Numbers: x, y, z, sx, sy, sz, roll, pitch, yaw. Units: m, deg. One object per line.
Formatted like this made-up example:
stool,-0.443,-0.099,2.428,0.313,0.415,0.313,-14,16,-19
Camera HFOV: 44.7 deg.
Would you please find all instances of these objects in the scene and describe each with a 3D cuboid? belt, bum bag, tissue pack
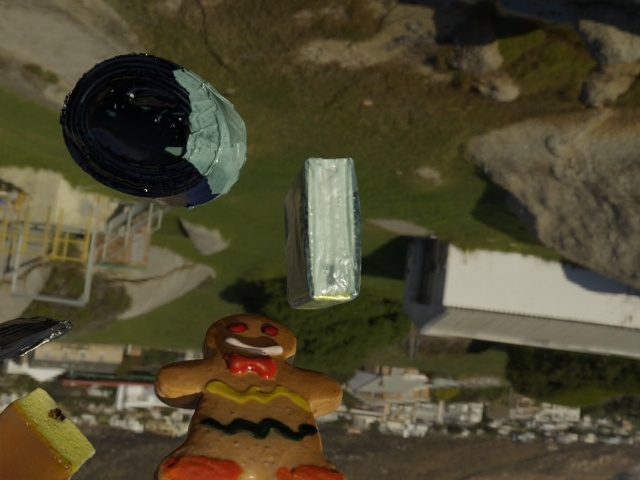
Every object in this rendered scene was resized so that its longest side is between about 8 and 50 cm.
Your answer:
belt,-0.171,-0.116,0.824,0.199,0.151,0.078,24,180,17
bum bag,-0.513,0.166,1.227,0.123,0.059,0.248,-4,-175,26
tissue pack,0.000,0.000,1.099,0.081,0.185,0.257,0,173,-8

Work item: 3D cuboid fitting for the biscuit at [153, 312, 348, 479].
biscuit,-0.060,0.132,0.667,0.166,0.036,0.250,7,-153,-7

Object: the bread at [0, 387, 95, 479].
bread,-0.305,0.236,0.737,0.088,0.226,0.049,47,-154,1
